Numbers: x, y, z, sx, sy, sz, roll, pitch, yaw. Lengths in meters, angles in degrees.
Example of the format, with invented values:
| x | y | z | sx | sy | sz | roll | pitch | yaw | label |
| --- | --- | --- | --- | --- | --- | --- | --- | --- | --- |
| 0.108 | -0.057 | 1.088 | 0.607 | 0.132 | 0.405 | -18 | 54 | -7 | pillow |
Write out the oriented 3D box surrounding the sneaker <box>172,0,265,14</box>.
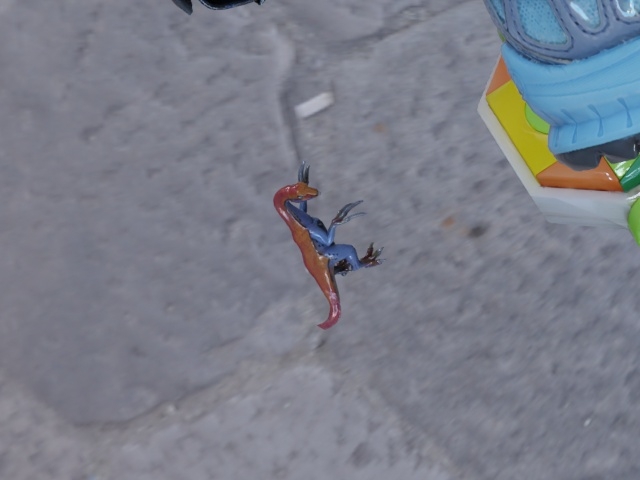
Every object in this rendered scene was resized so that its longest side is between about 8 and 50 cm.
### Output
| x | y | z | sx | sy | sz | roll | pitch | yaw | label |
| --- | --- | --- | --- | --- | --- | --- | --- | --- | --- |
| -0.061 | -0.148 | 0.804 | 0.081 | 0.232 | 0.090 | -10 | 94 | -17 | sneaker |

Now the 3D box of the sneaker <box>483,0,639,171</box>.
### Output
| x | y | z | sx | sy | sz | roll | pitch | yaw | label |
| --- | --- | --- | --- | --- | --- | --- | --- | --- | --- |
| 0.149 | -0.128 | 0.444 | 0.262 | 0.104 | 0.125 | -31 | 93 | 8 | sneaker |

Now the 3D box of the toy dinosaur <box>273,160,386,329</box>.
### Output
| x | y | z | sx | sy | sz | roll | pitch | yaw | label |
| --- | --- | --- | --- | --- | --- | --- | --- | --- | --- |
| 0.000 | 0.000 | 0.987 | 0.047 | 0.082 | 0.090 | 4 | 77 | 43 | toy dinosaur |

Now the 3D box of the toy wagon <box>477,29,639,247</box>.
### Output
| x | y | z | sx | sy | sz | roll | pitch | yaw | label |
| --- | --- | --- | --- | --- | --- | --- | --- | --- | --- |
| 0.288 | -0.152 | 1.295 | 0.344 | 0.068 | 0.267 | -34 | 46 | 8 | toy wagon |
